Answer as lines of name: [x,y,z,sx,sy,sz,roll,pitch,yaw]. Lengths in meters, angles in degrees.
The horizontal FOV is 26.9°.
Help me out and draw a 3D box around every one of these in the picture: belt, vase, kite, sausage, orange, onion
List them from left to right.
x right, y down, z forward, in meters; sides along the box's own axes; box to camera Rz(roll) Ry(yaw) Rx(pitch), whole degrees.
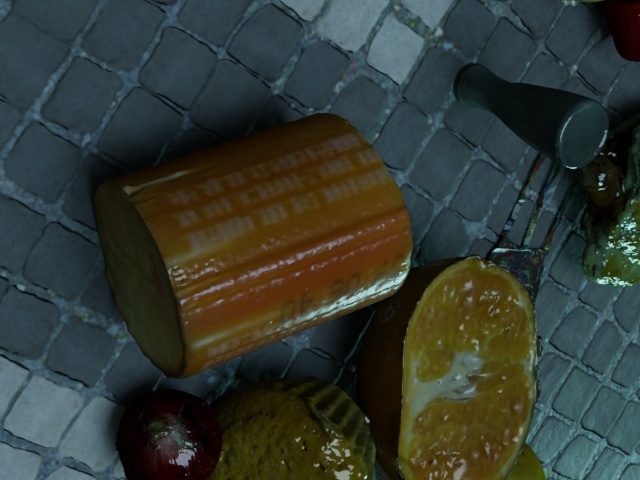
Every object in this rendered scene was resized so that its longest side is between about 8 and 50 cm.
onion: [-0.179,0.238,1.582,0.131,0.131,0.131,-15,118,-30]
sausage: [-0.075,0.002,1.483,0.287,0.233,0.233,-19,120,-24]
orange: [0.168,0.189,1.733,0.274,0.274,0.310,-17,78,-29]
vase: [0.253,-0.163,1.658,0.086,0.214,0.086,-17,121,-30]
kite: [0.291,0.005,1.893,0.152,0.015,0.286,17,101,-42]
belt: [0.465,-0.343,1.790,0.201,0.128,0.124,-39,129,-14]

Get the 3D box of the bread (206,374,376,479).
bread: [-0.045,0.278,1.657,0.139,0.239,0.240,-43,143,-65]

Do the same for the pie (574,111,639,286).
pie: [0.467,-0.064,1.932,0.257,0.105,0.275,-35,130,-31]

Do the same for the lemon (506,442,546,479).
lemon: [0.236,0.359,1.885,0.170,0.170,0.207,-13,117,-31]

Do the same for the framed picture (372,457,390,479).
framed picture: [0.150,0.354,1.943,0.184,0.016,0.250,-25,122,-25]

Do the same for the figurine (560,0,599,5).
figurine: [0.273,-0.412,1.611,0.394,0.226,0.275,24,66,-46]
